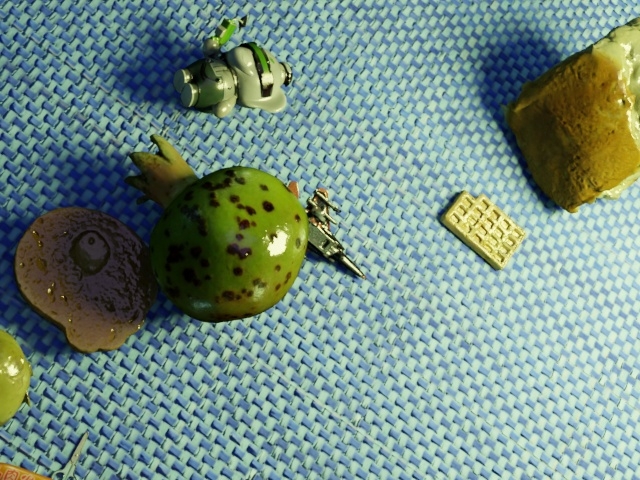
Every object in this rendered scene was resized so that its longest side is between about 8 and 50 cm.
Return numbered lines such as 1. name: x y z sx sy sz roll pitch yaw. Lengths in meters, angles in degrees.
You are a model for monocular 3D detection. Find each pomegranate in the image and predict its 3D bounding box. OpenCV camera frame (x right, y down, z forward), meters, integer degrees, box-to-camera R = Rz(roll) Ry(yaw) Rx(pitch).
1. pomegranate: -0.162 -0.003 1.456 0.286 0.231 0.231 19 66 11

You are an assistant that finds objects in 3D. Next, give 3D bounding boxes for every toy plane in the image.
1. toy plane: 0.000 0.000 1.583 0.189 0.061 0.130 40 88 -8

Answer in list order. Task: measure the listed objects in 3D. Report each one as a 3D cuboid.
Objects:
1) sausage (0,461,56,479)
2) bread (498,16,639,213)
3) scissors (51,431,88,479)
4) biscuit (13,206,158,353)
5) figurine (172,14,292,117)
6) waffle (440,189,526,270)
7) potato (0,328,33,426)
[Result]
1. sausage: -0.295 0.364 1.369 0.348 0.053 0.053 24 67 -12
2. bread: 0.486 -0.206 1.716 0.225 0.279 0.250 -26 85 -39
3. scissors: -0.333 0.296 1.402 0.036 0.006 0.083 26 67 -9
4. biscuit: -0.327 0.051 1.456 0.208 0.049 0.181 42 65 -4
5. figurine: -0.127 -0.249 1.586 0.192 0.126 0.147 -14 60 -35
6. waffle: 0.269 -0.023 1.711 0.135 0.021 0.092 42 66 -5
7. potato: -0.492 0.197 1.305 0.248 0.143 0.169 -32 48 -21
